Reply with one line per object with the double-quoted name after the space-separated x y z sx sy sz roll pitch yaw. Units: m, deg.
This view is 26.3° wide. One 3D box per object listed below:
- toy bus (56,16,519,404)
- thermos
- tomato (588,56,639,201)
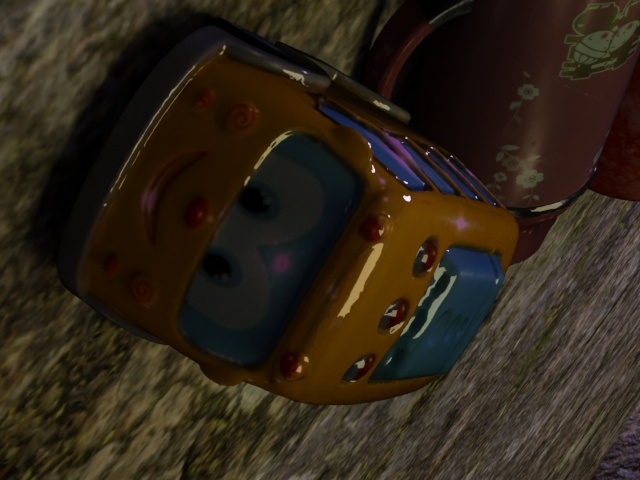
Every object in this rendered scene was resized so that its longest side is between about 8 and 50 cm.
0.000 0.000 0.570 0.126 0.136 0.209 -59 159 9 "toy bus"
0.099 -0.090 0.700 0.136 0.109 0.330 -44 158 -32 "thermos"
0.230 -0.113 0.922 0.187 0.151 0.187 -52 165 -20 "tomato"
